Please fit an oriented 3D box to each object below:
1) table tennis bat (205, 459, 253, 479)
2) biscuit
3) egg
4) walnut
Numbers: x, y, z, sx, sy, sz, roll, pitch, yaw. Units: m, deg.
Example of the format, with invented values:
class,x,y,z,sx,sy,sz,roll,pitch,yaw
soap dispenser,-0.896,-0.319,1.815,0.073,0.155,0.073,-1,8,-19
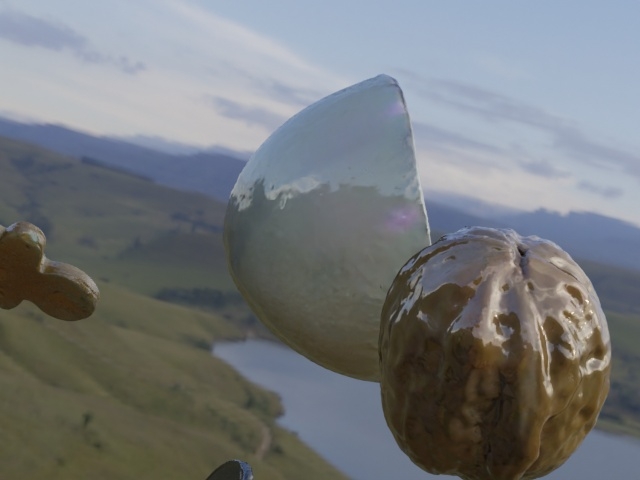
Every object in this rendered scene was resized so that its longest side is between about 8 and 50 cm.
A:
class,x,y,z,sx,sy,sz,roll,pitch,yaw
table tennis bat,-0.056,0.167,0.664,0.014,0.095,0.158,28,-29,-16
biscuit,-0.360,0.022,1.320,0.234,0.030,0.153,26,-41,-8
egg,0.000,0.000,1.213,0.201,0.337,0.337,-9,0,-5
walnut,0.142,0.100,0.962,0.198,0.245,0.198,5,32,-3
